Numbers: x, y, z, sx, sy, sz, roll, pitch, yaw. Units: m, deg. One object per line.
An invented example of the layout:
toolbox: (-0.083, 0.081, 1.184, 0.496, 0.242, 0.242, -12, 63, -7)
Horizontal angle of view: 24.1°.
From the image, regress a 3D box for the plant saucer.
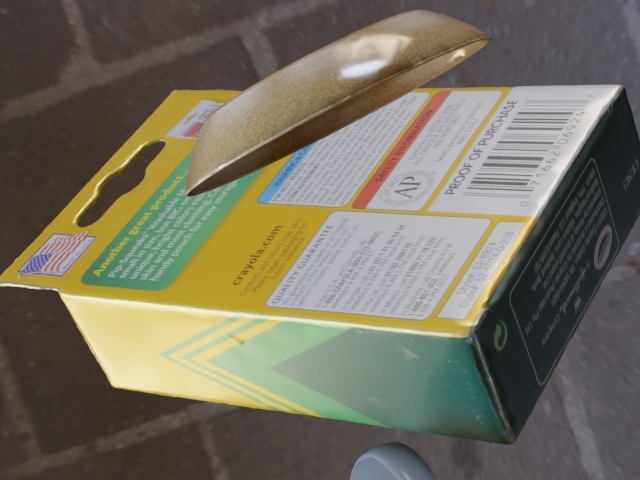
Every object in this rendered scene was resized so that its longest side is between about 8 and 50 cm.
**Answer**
plant saucer: (0.001, -0.036, 0.363, 0.083, 0.083, 0.015, -27, 90, 4)

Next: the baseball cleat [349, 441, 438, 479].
baseball cleat: (0.020, 0.181, 0.674, 0.109, 0.072, 0.206, 11, 50, -29)

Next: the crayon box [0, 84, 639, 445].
crayon box: (0.000, 0.000, 0.860, 0.323, 0.203, 0.083, 4, 132, 35)
